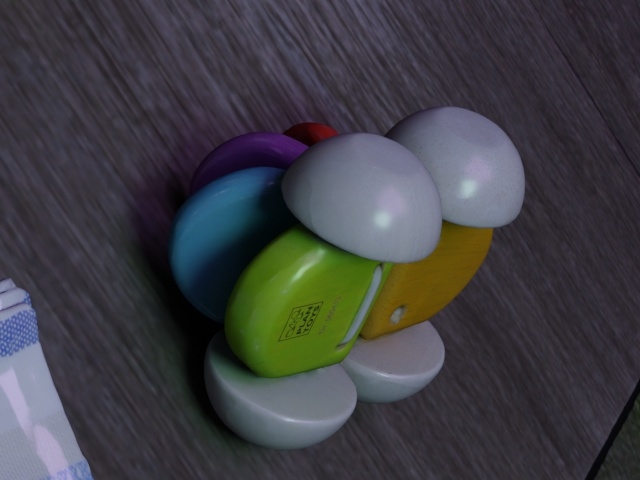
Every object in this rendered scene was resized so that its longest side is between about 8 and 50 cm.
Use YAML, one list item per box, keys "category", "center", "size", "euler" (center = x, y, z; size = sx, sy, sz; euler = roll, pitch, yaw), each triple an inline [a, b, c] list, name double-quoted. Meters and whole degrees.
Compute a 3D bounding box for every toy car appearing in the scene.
- category: "toy car"
  center: [0.000, 0.000, 0.913]
  size: [0.136, 0.159, 0.182]
  euler: [38, 32, 22]

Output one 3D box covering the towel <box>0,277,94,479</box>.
- category: "towel"
  center: [-0.143, 0.164, 0.724]
  size: [0.209, 0.034, 0.285]
  euler: [-14, 82, -51]
